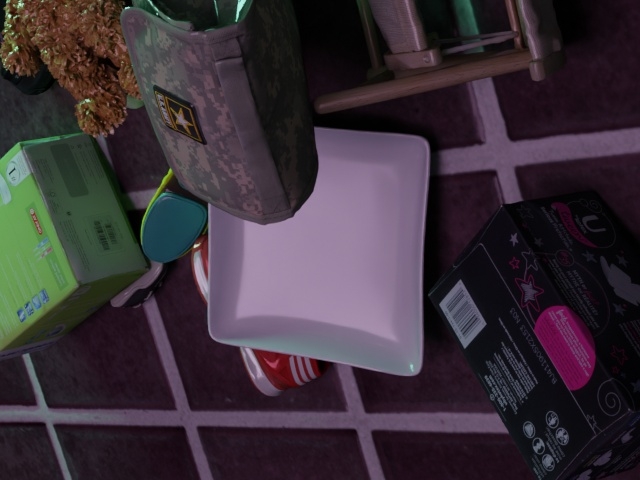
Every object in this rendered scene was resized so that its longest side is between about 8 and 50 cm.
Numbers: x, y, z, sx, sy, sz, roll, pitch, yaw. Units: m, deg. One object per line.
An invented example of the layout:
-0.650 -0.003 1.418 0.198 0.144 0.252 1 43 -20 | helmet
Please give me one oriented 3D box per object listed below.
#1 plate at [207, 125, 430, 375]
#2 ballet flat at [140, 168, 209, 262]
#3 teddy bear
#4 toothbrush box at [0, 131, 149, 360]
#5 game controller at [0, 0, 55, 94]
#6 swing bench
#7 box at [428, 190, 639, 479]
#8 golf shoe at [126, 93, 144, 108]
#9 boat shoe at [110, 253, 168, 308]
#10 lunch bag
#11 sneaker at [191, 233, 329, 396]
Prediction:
0.000 0.000 1.856 0.277 0.045 0.278 8 106 25 | plate
-0.155 -0.070 1.977 0.077 0.077 0.231 24 129 -3 | ballet flat
-0.297 -0.281 1.876 0.245 0.113 0.338 -17 94 44 | teddy bear
-0.379 0.013 2.158 0.283 0.122 0.206 -35 74 43 | toothbrush box
-0.343 -0.327 2.038 0.319 0.067 0.166 -48 62 43 | game controller
0.105 -0.277 1.589 0.254 0.165 0.253 -7 105 27 | swing bench
0.250 0.099 1.625 0.247 0.142 0.163 61 138 25 | box
-0.180 -0.206 1.934 0.094 0.077 0.198 50 135 11 | golf shoe
-0.229 0.054 2.128 0.125 0.038 0.046 -42 50 40 | boat shoe
-0.099 -0.179 1.624 0.287 0.168 0.235 -104 -1 -51 | lunch bag
-0.057 0.075 1.974 0.128 0.087 0.221 -21 106 35 | sneaker
